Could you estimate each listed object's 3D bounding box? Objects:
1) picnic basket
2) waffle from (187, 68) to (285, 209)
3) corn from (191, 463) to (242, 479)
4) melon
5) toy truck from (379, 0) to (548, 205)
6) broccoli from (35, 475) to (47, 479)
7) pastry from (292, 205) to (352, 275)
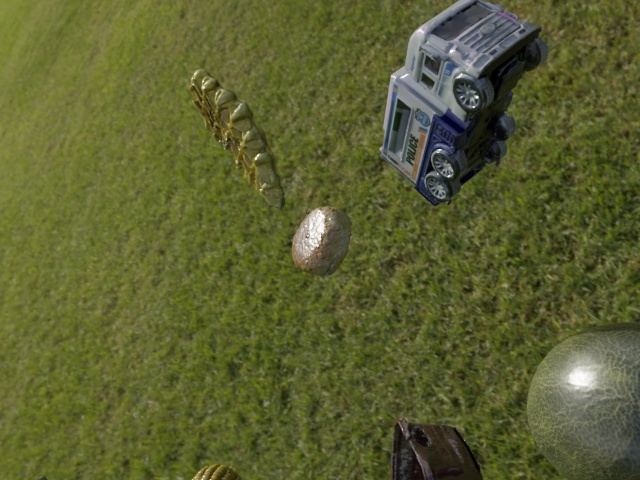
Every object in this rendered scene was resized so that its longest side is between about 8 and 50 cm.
[{"bbox_3d":[0.228,0.509,1.209,0.222,0.129,0.296,-119,27,-64],"label":"picnic basket"},{"bbox_3d":[-0.144,-0.182,1.092,0.056,0.261,0.250,-34,49,-15],"label":"waffle"},{"bbox_3d":[-0.244,0.583,1.206,0.131,0.131,0.344,-48,4,14],"label":"corn"},{"bbox_3d":[0.421,0.238,0.849,0.238,0.301,0.237,1,67,-1],"label":"melon"},{"bbox_3d":[0.164,-0.178,0.770,0.124,0.268,0.155,-38,67,-20],"label":"toy truck"},{"bbox_3d":[-0.312,0.200,0.330,0.302,0.375,0.249,-92,4,-56],"label":"broccoli"},{"bbox_3d":[0.000,0.000,1.576,0.192,0.093,0.182,3,74,61],"label":"pastry"}]
